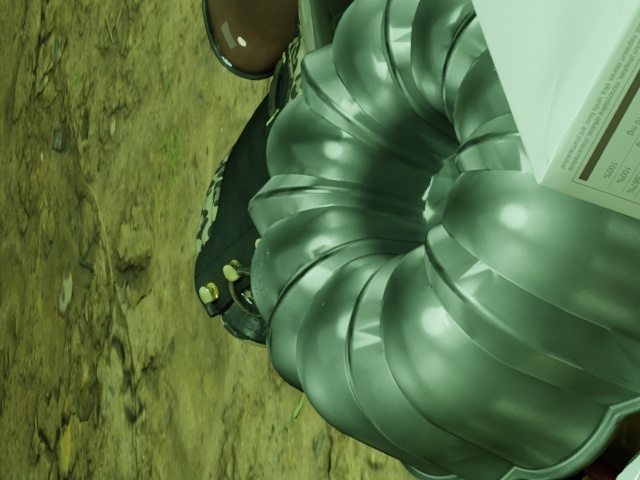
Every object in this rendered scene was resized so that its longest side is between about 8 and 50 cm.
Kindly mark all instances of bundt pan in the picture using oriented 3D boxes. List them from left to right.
[{"bbox_3d":[0.075,-0.025,1.107,0.331,0.124,0.330,-25,56,44],"label":"bundt pan"}]

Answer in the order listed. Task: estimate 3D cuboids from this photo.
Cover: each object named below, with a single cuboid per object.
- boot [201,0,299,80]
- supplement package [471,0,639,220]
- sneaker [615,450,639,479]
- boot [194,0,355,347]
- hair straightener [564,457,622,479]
[{"bbox_3d":[0.004,-0.275,1.471,0.264,0.096,0.280,-67,10,-17],"label":"boot"},{"bbox_3d":[0.178,-0.146,0.844,0.262,0.145,0.204,-100,32,-58],"label":"supplement package"},{"bbox_3d":[0.196,0.118,0.963,0.077,0.072,0.178,-2,74,62],"label":"sneaker"},{"bbox_3d":[0.000,0.000,1.441,0.284,0.138,0.377,123,147,-53],"label":"boot"},{"bbox_3d":[0.143,0.164,1.118,0.089,0.047,0.230,-55,23,0],"label":"hair straightener"}]
